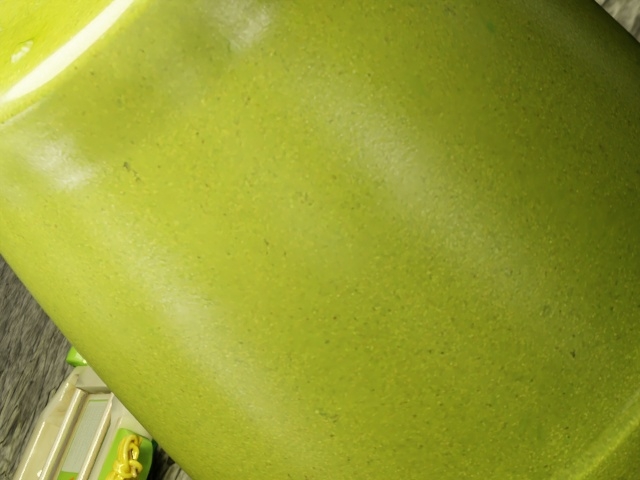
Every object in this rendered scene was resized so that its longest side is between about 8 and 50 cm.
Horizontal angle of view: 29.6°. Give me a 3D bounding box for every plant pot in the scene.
[{"bbox_3d":[-0.003,-0.040,0.608,0.366,0.353,0.366,-27,39,25],"label":"plant pot"}]

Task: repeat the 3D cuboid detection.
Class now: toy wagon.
[{"bbox_3d":[-0.243,0.238,1.244,0.344,0.068,0.267,-12,54,59],"label":"toy wagon"}]
